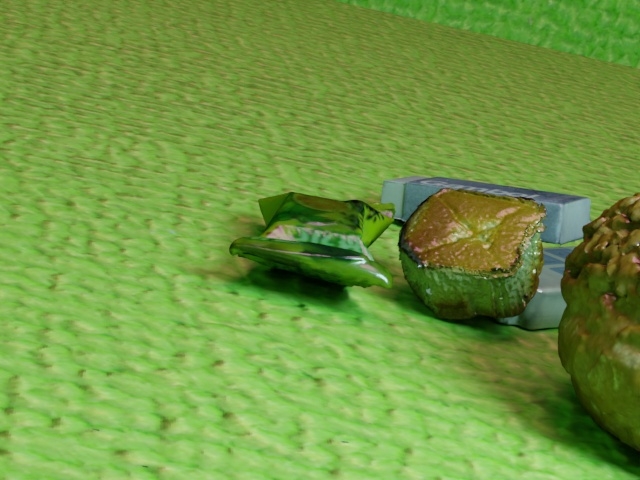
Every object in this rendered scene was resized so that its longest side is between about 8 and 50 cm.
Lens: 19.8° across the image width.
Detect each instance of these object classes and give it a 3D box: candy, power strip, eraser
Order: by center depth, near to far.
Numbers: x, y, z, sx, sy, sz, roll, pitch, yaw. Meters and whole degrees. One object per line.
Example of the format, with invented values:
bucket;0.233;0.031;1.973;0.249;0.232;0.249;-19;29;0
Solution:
candy;0.000;0.000;1.739;0.149;0.069;0.246;9;20;3
power strip;0.246;0.043;1.839;0.270;0.046;0.118;-3;23;-44
eraser;0.177;-0.035;1.977;0.212;0.046;0.092;9;10;26

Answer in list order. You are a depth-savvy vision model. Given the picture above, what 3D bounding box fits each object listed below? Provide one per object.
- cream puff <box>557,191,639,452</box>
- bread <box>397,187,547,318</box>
cream puff;0.365;0.070;1.512;0.343;0.231;0.327;12;12;-5
bread;0.140;0.014;1.720;0.140;0.069;0.128;6;39;21
